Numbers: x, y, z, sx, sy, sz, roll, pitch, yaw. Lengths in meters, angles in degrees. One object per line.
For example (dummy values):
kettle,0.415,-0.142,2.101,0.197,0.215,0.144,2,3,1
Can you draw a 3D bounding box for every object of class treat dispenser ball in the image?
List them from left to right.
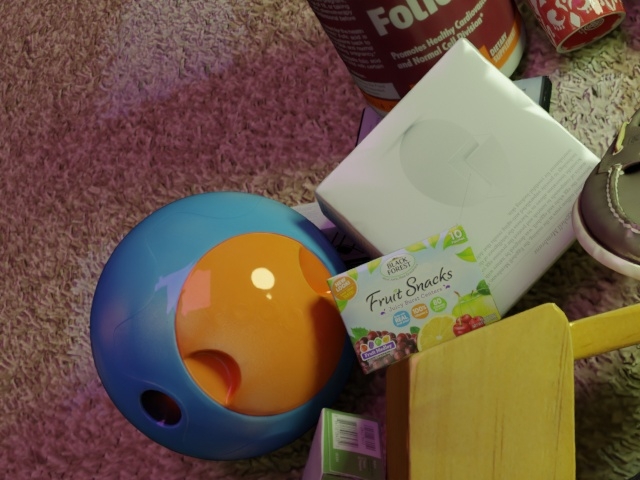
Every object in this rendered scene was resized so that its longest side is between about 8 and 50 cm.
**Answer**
treat dispenser ball,-0.102,0.091,1.273,0.288,0.288,0.288,-18,51,23

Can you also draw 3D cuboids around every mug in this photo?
mug,0.296,-0.321,1.408,0.113,0.150,0.169,-41,69,52

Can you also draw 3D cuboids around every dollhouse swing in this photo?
dollhouse swing,0.210,0.184,0.966,0.305,0.347,0.315,0,82,0

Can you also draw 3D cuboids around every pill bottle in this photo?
pill bottle,0.074,-0.344,1.379,0.224,0.392,0.224,-20,42,19

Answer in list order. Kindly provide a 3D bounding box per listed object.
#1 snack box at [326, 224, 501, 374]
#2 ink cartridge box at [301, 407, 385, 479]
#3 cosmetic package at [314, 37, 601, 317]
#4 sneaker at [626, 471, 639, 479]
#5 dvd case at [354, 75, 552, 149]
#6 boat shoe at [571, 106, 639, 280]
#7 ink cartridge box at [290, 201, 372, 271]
snack box,0.090,0.057,1.144,0.141,0.037,0.100,-23,82,4
ink cartridge box,0.006,0.282,1.165,0.109,0.062,0.209,-90,14,-64
cosmetic package,0.153,-0.044,1.240,0.225,0.138,0.224,44,87,10
sneaker,0.329,0.230,0.998,0.262,0.125,0.104,-26,53,17
dvd case,0.150,-0.104,1.432,0.253,0.022,0.180,-7,55,30
boat shoe,0.306,-0.061,1.057,0.117,0.096,0.324,26,29,12
ink cartridge box,0.000,0.000,1.404,0.207,0.097,0.046,-11,53,27
